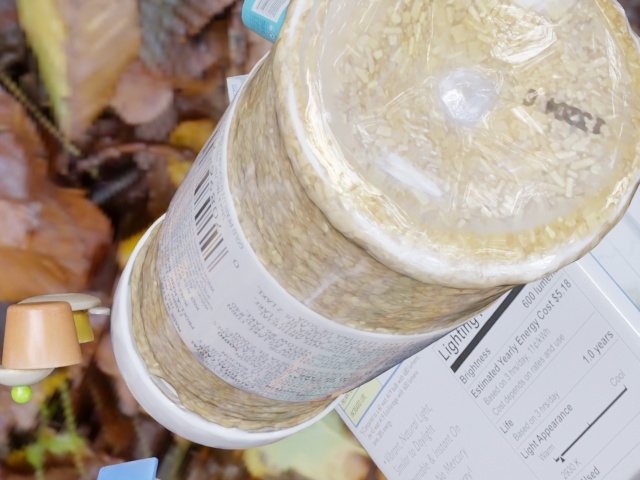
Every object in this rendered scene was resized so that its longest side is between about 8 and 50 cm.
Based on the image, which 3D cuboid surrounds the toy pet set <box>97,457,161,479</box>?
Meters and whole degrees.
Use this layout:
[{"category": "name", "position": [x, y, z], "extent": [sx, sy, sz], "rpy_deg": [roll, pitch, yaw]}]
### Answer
[{"category": "toy pet set", "position": [-0.124, 0.195, 1.083], "extent": [0.065, 0.114, 0.122], "rpy_deg": [31, 114, -14]}]

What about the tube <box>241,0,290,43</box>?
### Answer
[{"category": "tube", "position": [0.001, -0.213, 1.697], "extent": [0.052, 0.207, 0.080], "rpy_deg": [2, 113, -48]}]

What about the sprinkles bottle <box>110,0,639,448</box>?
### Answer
[{"category": "sprinkles bottle", "position": [0.000, 0.000, 0.629], "extent": [0.121, 0.355, 0.121], "rpy_deg": [4, 74, -14]}]

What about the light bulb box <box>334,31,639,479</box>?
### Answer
[{"category": "light bulb box", "position": [0.168, 0.041, 1.305], "extent": [0.225, 0.358, 0.361], "rpy_deg": [-24, 68, -36]}]

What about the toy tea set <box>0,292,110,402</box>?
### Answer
[{"category": "toy tea set", "position": [-0.189, 0.113, 1.609], "extent": [0.336, 0.200, 0.124], "rpy_deg": [-4, 92, -36]}]

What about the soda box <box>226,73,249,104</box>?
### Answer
[{"category": "soda box", "position": [-0.033, -0.069, 1.686], "extent": [0.091, 0.286, 0.098], "rpy_deg": [-10, 66, 0]}]
